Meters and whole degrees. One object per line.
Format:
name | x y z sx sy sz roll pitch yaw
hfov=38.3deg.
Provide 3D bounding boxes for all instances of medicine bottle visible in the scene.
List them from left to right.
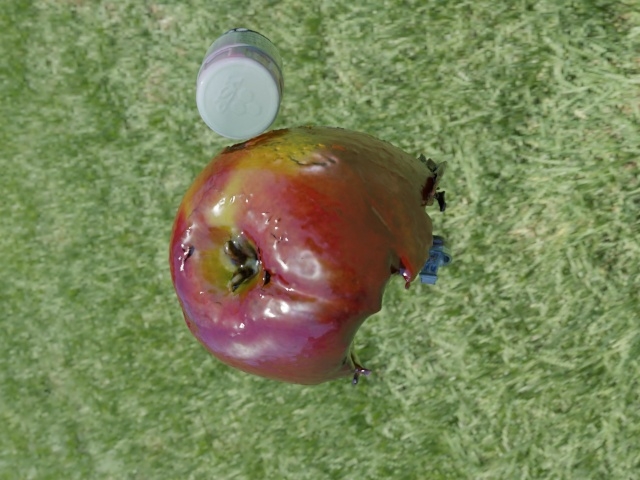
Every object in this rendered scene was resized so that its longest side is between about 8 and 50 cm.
medicine bottle | -0.120 -0.235 1.382 0.168 0.135 0.135 -93 10 -66

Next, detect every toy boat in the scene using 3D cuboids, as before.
toy boat | 0.157 0.029 1.305 0.059 0.140 0.066 9 84 9

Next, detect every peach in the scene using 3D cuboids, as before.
peach | 0.000 0.000 1.250 0.353 0.416 0.339 48 122 25
